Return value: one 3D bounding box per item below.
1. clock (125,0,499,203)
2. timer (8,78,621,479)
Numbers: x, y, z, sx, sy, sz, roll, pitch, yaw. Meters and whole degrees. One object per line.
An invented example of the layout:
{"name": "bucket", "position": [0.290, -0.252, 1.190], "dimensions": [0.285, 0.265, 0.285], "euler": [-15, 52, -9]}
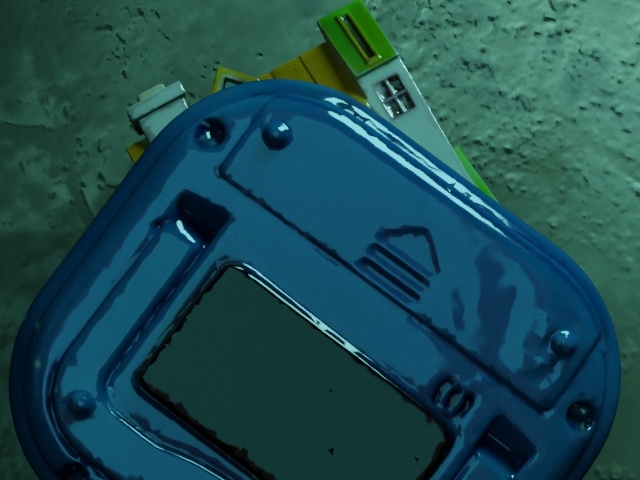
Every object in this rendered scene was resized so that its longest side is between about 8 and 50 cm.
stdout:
{"name": "clock", "position": [0.000, 0.000, 1.363], "dimensions": [0.235, 0.166, 0.309], "euler": [-29, 79, -4]}
{"name": "timer", "position": [-0.002, 0.086, 1.221], "dimensions": [0.340, 0.115, 0.309], "euler": [37, 88, 1]}
